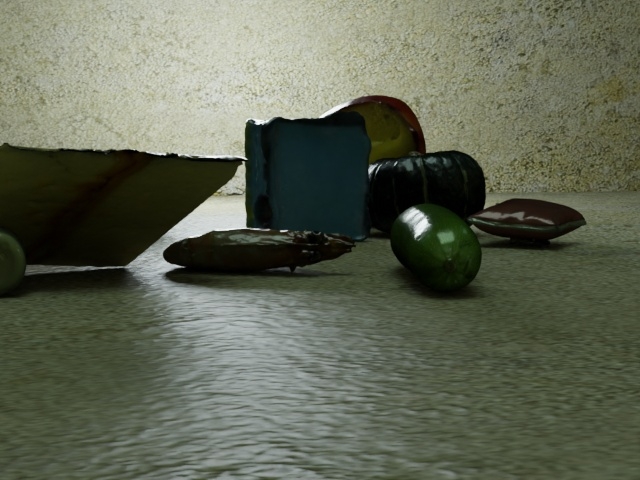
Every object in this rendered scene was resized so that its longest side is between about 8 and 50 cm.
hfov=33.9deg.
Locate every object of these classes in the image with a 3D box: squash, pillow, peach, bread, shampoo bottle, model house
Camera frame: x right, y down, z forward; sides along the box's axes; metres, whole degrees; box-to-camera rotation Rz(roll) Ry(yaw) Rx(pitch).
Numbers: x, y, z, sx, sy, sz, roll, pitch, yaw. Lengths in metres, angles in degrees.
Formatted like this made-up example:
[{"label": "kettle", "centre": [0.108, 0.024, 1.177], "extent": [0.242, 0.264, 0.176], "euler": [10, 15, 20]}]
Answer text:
[{"label": "squash", "centre": [0.199, -0.094, 2.056], "extent": [0.252, 0.165, 0.252], "euler": [0, 5, 0]}, {"label": "pillow", "centre": [0.364, -0.031, 1.850], "extent": [0.171, 0.075, 0.179], "euler": [9, 12, 28]}, {"label": "peach", "centre": [0.093, -0.176, 2.280], "extent": [0.281, 0.281, 0.338], "euler": [-3, -13, -24]}, {"label": "bread", "centre": [-0.360, -0.112, 1.437], "extent": [0.345, 0.242, 0.405], "euler": [7, -36, -36]}, {"label": "squash", "centre": [0.146, 0.003, 1.382], "extent": [0.101, 0.101, 0.379], "euler": [0, 4, -1]}, {"label": "shampoo bottle", "centre": [-0.406, 0.022, 1.301], "extent": [0.079, 0.079, 0.162], "euler": [-2, 5, -16]}, {"label": "model house", "centre": [-0.046, -0.123, 2.002], "extent": [0.215, 0.237, 0.303], "euler": [-2, 5, -18]}]

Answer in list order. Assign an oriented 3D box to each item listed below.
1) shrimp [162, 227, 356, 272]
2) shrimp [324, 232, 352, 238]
[{"label": "shrimp", "centre": [-0.083, 0.014, 1.491], "extent": [0.294, 0.062, 0.154], "euler": [1, -1, 25]}, {"label": "shrimp", "centre": [0.000, 0.000, 1.841], "extent": [0.108, 0.023, 0.059], "euler": [0, -3, -8]}]
